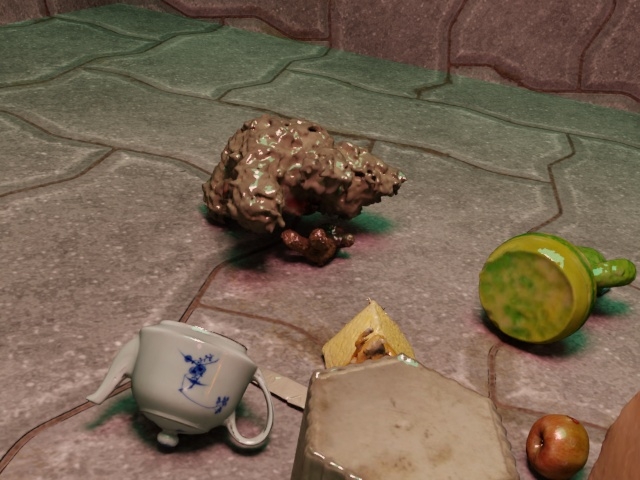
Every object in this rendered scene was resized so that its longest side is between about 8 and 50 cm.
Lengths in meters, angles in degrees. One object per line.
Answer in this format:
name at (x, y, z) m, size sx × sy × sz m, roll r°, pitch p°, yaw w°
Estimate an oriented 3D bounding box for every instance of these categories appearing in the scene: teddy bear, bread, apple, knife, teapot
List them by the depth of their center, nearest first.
teapot at (-0.167, 0.190, 0.917) m, size 0.232 × 0.159 × 0.159 m, roll 18°, pitch 27°, yaw -3°
apple at (0.309, 0.267, 0.939) m, size 0.071 × 0.084 × 0.084 m, roll 20°, pitch 25°, yaw -13°
knife at (-0.004, 0.226, 1.003) m, size 0.297 × 0.017 × 0.047 m, roll 22°, pitch 37°, yaw 24°
bread at (0.085, 0.183, 1.064) m, size 0.152 × 0.127 × 0.147 m, roll 37°, pitch 19°, yaw -18°
teddy bear at (0.000, 0.009, 1.369) m, size 0.119 × 0.078 × 0.160 m, roll -5°, pitch 4°, yaw 24°
teddy bear at (-0.017, -0.107, 1.383) m, size 0.367 × 0.225 × 0.357 m, roll 12°, pitch -1°, yaw -21°

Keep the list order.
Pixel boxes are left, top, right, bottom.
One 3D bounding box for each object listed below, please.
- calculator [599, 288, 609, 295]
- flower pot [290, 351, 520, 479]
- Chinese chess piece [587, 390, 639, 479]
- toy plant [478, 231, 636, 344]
calculator at (0.491, 0.062, 1.449) m, size 0.057 × 0.018 × 0.172 m, roll -21°, pitch 39°, yaw -41°
flower pot at (0.076, 0.260, 0.769) m, size 0.239 × 0.190 × 0.209 m, roll 23°, pitch 30°, yaw 26°
Chinese chess piece at (0.322, 0.287, 0.622) m, size 0.140 × 0.338 × 0.338 m, roll 15°, pitch 28°, yaw 10°
toy plant at (0.421, 0.062, 1.280) m, size 0.224 × 0.185 × 0.316 m, roll 0°, pitch 9°, yaw 35°
